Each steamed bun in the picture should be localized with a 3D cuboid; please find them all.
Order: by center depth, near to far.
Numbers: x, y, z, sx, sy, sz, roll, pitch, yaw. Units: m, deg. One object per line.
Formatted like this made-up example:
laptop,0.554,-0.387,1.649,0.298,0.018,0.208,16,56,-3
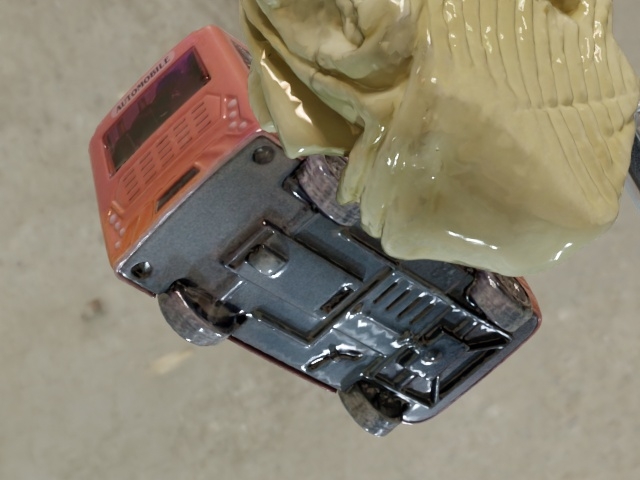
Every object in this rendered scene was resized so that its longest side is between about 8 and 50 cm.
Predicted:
steamed bun,0.069,-0.127,0.971,0.203,0.276,0.289,-20,111,47

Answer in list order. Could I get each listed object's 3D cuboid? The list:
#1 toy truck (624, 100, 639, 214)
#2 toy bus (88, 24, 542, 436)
toy truck,0.446,-0.135,1.594,0.367,0.146,0.175,-26,175,-42
toy bus,0.000,0.000,1.390,0.203,0.233,0.427,-42,134,18
